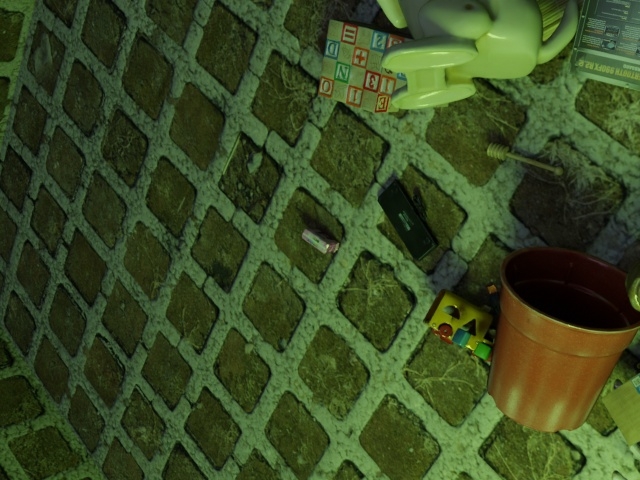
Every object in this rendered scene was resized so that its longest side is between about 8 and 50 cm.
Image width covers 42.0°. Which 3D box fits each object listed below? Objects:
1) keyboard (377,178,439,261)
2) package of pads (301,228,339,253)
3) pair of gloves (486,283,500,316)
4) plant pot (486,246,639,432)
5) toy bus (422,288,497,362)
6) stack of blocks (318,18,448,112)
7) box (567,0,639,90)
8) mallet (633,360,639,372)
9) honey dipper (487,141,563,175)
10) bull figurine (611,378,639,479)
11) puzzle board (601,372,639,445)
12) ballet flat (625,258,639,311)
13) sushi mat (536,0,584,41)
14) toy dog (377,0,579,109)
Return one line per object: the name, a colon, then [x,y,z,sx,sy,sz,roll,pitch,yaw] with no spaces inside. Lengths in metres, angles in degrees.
keyboard: [0.203,-0.052,1.863,0.180,0.023,0.108,59,137,16]
package of pads: [0.000,0.000,2.038,0.083,0.050,0.032,34,115,33]
pair of gloves: [0.386,0.120,1.737,0.083,0.010,0.074,-26,81,43]
plant pot: [0.437,0.193,1.553,0.272,0.272,0.265,32,127,34]
toy bus: [0.317,0.180,1.744,0.191,0.202,0.104,26,85,44]
stack of blocks: [0.142,-0.366,1.807,0.297,0.087,0.171,25,115,37]
box: [0.560,-0.353,1.434,0.231,0.056,0.183,23,118,34]
mallet: [0.643,0.191,1.502,0.062,0.039,0.190,52,132,26]
honey dipper: [0.407,-0.159,1.651,0.160,0.030,0.030,25,115,32]
bull figurine: [0.631,0.336,1.497,0.188,0.101,0.310,8,98,49]
puzzle board: [0.571,0.293,1.480,0.128,0.011,0.096,-50,54,39]
ballet flat: [0.638,-0.013,1.383,0.116,0.124,0.342,42,98,-12]
sushi mat: [0.482,-0.482,1.519,0.316,0.019,0.151,-26,80,43]
toy dog: [0.250,-0.498,1.525,0.395,0.284,0.408,-10,79,17]
